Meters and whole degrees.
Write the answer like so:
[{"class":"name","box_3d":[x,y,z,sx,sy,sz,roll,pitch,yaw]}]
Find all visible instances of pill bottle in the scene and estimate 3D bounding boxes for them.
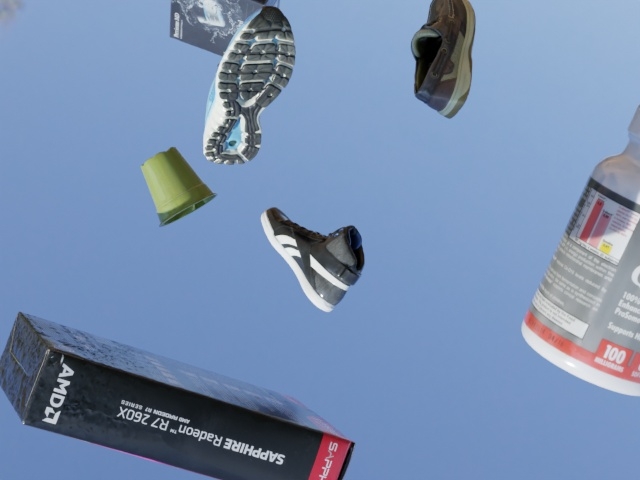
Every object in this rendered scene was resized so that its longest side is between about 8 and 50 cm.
[{"class":"pill bottle","box_3d":[0.436,0.010,1.920,0.210,0.363,0.210,21,-167,-5]}]

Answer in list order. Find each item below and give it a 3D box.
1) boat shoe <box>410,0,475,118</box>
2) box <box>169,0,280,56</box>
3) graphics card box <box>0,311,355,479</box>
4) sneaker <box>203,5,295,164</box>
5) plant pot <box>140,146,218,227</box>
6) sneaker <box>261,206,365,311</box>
[{"class":"boat shoe","box_3d":[0.159,-0.262,1.893,0.073,0.080,0.223,23,-133,-23]},{"class":"box","box_3d":[-0.150,-0.375,2.231,0.158,0.156,0.093,21,-123,6]},{"class":"graphics card box","box_3d":[-0.173,0.193,1.618,0.371,0.094,0.233,21,180,-22]},{"class":"sneaker","box_3d":[-0.071,-0.143,1.219,0.063,0.162,0.073,5,-134,-23]},{"class":"plant pot","box_3d":[-0.182,-0.070,1.745,0.079,0.083,0.083,60,-148,2]},{"class":"sneaker","box_3d":[0.000,0.000,2.247,0.079,0.121,0.217,23,-153,-54]}]
